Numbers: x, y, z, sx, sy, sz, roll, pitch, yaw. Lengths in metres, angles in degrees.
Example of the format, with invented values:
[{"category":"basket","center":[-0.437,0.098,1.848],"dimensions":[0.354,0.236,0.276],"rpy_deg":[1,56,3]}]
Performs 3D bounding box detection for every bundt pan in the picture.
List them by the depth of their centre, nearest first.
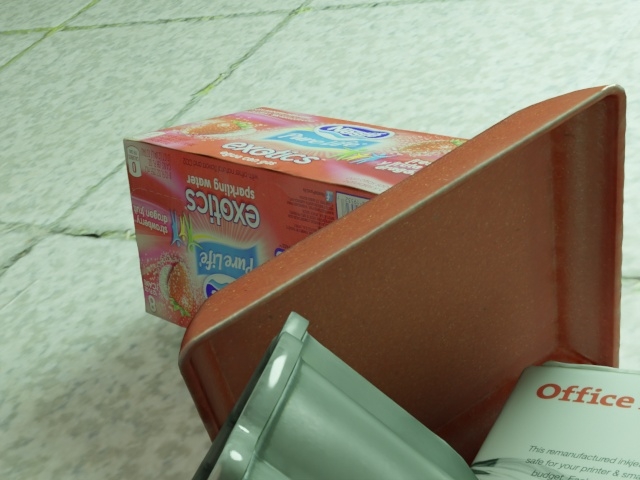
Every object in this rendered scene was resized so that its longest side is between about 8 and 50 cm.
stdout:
[{"category":"bundt pan","center":[-0.039,0.198,0.400],"dimensions":[0.124,0.331,0.331],"rpy_deg":[30,42,-1]}]

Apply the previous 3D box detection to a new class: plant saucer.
[{"category":"plant saucer","center":[0.054,0.058,0.630],"dimensions":[0.259,0.258,0.048],"rpy_deg":[-31,49,-14]}]

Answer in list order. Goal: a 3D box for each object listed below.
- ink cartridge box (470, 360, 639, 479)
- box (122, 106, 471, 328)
[{"category":"ink cartridge box","center":[0.143,0.165,0.573],"dimensions":[0.153,0.087,0.208],"rpy_deg":[3,39,37]},{"category":"box","center":[0.000,0.000,0.839],"dimensions":[0.142,0.154,0.300],"rpy_deg":[-18,22,-38]}]
